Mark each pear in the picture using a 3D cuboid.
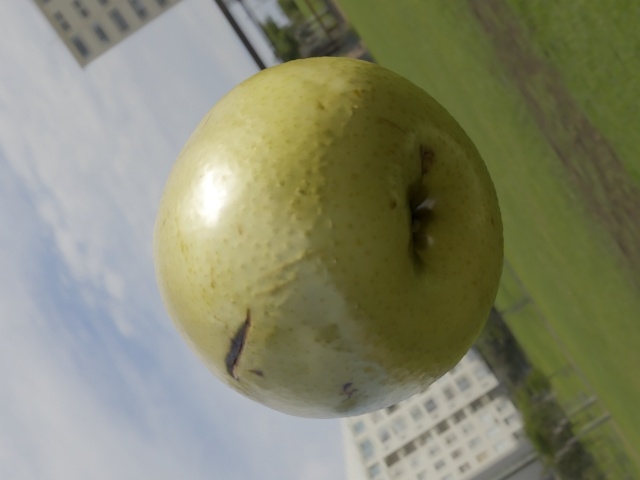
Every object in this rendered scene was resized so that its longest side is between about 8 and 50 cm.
[{"bbox_3d":[0.000,0.000,1.079,0.309,0.309,0.309,56,-176,-6],"label":"pear"}]
